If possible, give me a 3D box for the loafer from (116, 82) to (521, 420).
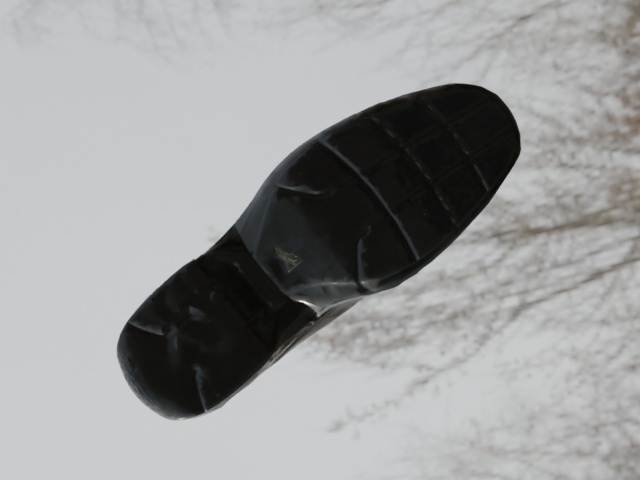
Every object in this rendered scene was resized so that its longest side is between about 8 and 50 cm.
[{"bbox_3d":[0.000,0.000,0.527,0.062,0.170,0.061,56,-170,2],"label":"loafer"}]
